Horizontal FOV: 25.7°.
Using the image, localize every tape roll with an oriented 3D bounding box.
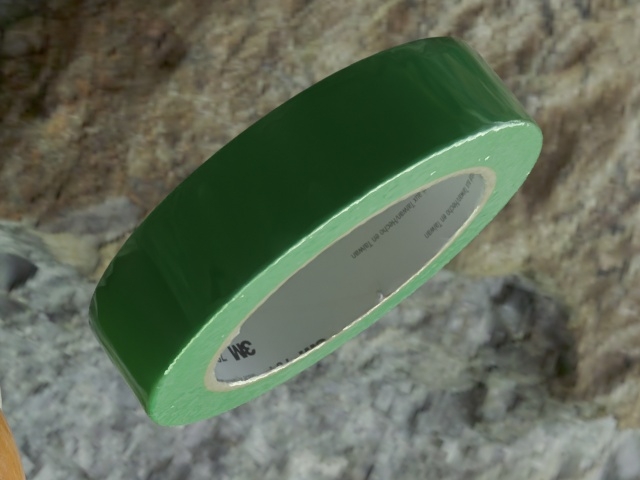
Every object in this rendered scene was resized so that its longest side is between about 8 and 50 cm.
[{"bbox_3d":[0.000,0.000,0.940,0.321,0.321,0.077,-30,-106,-26],"label":"tape roll"}]

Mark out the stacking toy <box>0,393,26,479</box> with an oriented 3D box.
[{"bbox_3d":[-0.215,0.285,0.803,0.350,0.480,0.351,-37,-32,-28],"label":"stacking toy"}]
